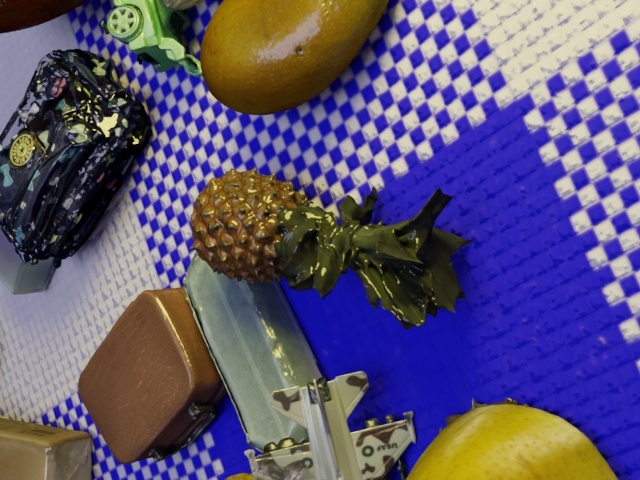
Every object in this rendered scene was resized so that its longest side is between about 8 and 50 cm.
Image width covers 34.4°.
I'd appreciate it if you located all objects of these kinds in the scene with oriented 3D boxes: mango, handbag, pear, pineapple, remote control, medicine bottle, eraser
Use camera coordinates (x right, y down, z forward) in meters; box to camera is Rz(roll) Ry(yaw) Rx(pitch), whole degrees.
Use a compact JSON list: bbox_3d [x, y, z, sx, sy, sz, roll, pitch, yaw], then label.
[{"bbox_3d":[-0.023,-0.200,0.965,0.227,0.099,0.136,-32,65,30],"label":"mango"},{"bbox_3d":[-0.305,-0.092,1.212,0.162,0.113,0.260,46,114,22],"label":"handbag"},{"bbox_3d":[-0.180,0.155,1.145,0.193,0.072,0.151,-50,61,30],"label":"handbag"},{"bbox_3d":[0.114,0.269,0.821,0.267,0.178,0.267,4,96,46],"label":"pear"},{"bbox_3d":[0.000,0.000,0.929,0.277,0.130,0.119,9,95,40],"label":"pineapple"},{"bbox_3d":[-0.067,0.109,1.054,0.104,0.052,0.247,-41,65,31],"label":"remote control"},{"bbox_3d":[-0.396,0.008,1.337,0.118,0.055,0.074,40,119,31],"label":"medicine bottle"},{"bbox_3d":[-0.448,0.304,1.350,0.343,0.078,0.144,2,92,31],"label":"eraser"}]

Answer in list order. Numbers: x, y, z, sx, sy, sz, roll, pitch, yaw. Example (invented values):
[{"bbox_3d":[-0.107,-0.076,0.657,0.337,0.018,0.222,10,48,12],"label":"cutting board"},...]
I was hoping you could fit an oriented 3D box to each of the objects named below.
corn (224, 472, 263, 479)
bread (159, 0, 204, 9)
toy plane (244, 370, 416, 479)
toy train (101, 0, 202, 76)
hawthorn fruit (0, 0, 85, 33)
[{"bbox_3d":[-0.114,0.342,1.067,0.322,0.119,0.119,-50,61,32],"label":"corn"},{"bbox_3d":[-0.132,-0.313,1.058,0.094,0.083,0.157,20,98,40],"label":"bread"},{"bbox_3d":[0.019,0.224,0.957,0.160,0.082,0.234,-13,103,0],"label":"toy plane"},{"bbox_3d":[-0.182,-0.245,1.112,0.081,0.099,0.149,-13,77,13],"label":"toy train"},{"bbox_3d":[-0.366,-0.376,1.123,0.316,0.316,0.316,4,95,42],"label":"hawthorn fruit"}]
